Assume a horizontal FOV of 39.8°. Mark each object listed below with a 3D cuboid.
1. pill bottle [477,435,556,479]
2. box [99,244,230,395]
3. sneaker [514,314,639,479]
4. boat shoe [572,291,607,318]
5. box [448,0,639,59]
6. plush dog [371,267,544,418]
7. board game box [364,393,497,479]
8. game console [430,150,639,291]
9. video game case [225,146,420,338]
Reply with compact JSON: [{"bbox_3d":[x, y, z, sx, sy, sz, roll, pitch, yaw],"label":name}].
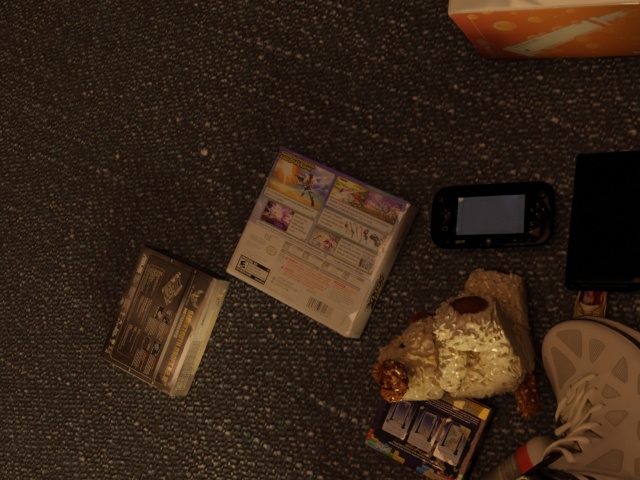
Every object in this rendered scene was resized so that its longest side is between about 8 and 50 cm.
[{"bbox_3d":[0.239,0.462,1.242,0.363,0.210,0.210,-43,66,14],"label":"pill bottle"},{"bbox_3d":[-0.289,0.145,1.633,0.183,0.056,0.231,21,91,26],"label":"box"},{"bbox_3d":[0.336,0.236,1.099,0.447,0.258,0.169,-118,37,-56],"label":"sneaker"},{"bbox_3d":[0.400,0.100,1.314,0.050,0.045,0.135,6,84,27],"label":"boat shoe"},{"bbox_3d":[0.390,-0.383,1.303,0.345,0.215,0.168,4,84,27],"label":"box"},{"bbox_3d":[0.194,0.173,1.315,0.225,0.262,0.210,-14,97,26],"label":"plush dog"},{"bbox_3d":[0.173,0.293,1.392,0.170,0.048,0.141,23,90,27],"label":"board game box"},{"bbox_3d":[0.336,-0.027,1.345,0.361,0.044,0.213,-2,66,30],"label":"game console"},{"bbox_3d":[0.000,0.000,1.515,0.269,0.061,0.244,27,95,26],"label":"video game case"}]
